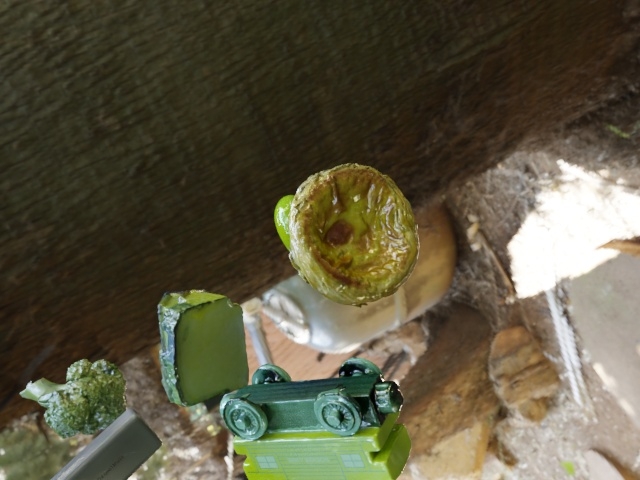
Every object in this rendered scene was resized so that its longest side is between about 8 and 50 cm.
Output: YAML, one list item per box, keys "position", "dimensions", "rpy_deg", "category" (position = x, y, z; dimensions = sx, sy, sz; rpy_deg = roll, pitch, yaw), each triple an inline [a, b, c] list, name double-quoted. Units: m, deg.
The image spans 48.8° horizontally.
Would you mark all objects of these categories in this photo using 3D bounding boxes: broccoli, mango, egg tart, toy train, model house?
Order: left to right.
- position: [-0.655, 0.397, 1.930]
  dimensions: [0.302, 0.254, 0.186]
  rpy_deg: [31, 125, 44]
  category: "broccoli"
- position: [-0.271, 0.197, 1.391]
  dimensions: [0.211, 0.170, 0.194]
  rpy_deg: [8, 109, 49]
  category: "model house"
- position: [-0.011, 0.407, 1.522]
  dimensions: [0.442, 0.179, 0.272]
  rpy_deg: [-11, 109, 30]
  category: "toy train"
- position: [0.000, 0.000, 1.808]
  dimensions: [0.293, 0.175, 0.143]
  rpy_deg: [40, 135, -22]
  category: "mango"
- position: [0.059, -0.009, 1.411]
  dimensions: [0.295, 0.294, 0.116]
  rpy_deg: [63, 155, 4]
  category: "egg tart"

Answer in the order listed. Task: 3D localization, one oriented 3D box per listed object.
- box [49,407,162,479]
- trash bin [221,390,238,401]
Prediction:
- position: [-0.434, 0.451, 1.391]
  dimensions: [0.055, 0.243, 0.103]
  rpy_deg: [15, 142, 56]
  category: "box"
- position: [-0.221, 0.505, 2.162]
  dimensions: [0.116, 0.130, 0.059]
  rpy_deg: [34, 109, 27]
  category: "trash bin"
